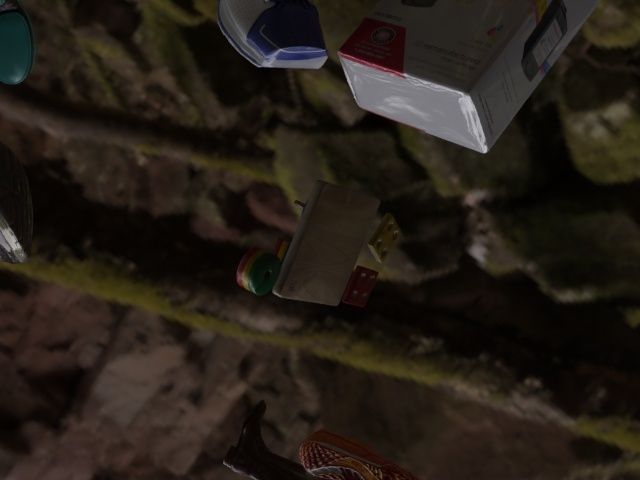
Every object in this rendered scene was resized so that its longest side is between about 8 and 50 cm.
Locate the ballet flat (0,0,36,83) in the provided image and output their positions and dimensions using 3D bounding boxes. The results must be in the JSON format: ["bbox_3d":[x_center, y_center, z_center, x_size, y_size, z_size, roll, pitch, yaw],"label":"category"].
[{"bbox_3d":[-0.461,-0.339,1.985,0.087,0.083,0.247,-106,3,-46],"label":"ballet flat"}]

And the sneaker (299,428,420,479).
[{"bbox_3d":[0.062,0.272,1.678,0.175,0.064,0.067,28,-154,11],"label":"sneaker"}]

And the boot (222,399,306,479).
[{"bbox_3d":[-0.059,0.285,1.892,0.114,0.106,0.037,27,176,12],"label":"boot"}]

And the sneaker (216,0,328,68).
[{"bbox_3d":[-0.073,-0.399,1.924,0.127,0.182,0.315,-5,-122,-29],"label":"sneaker"}]

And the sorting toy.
[{"bbox_3d":[0.000,0.000,1.556,0.046,0.132,0.274,25,-174,30],"label":"sorting toy"}]

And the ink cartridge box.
[{"bbox_3d":[0.205,-0.294,1.919,0.226,0.306,0.131,22,156,34],"label":"ink cartridge box"}]

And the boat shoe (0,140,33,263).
[{"bbox_3d":[-0.520,-0.088,2.047,0.355,0.130,0.132,73,-167,-51],"label":"boat shoe"}]
